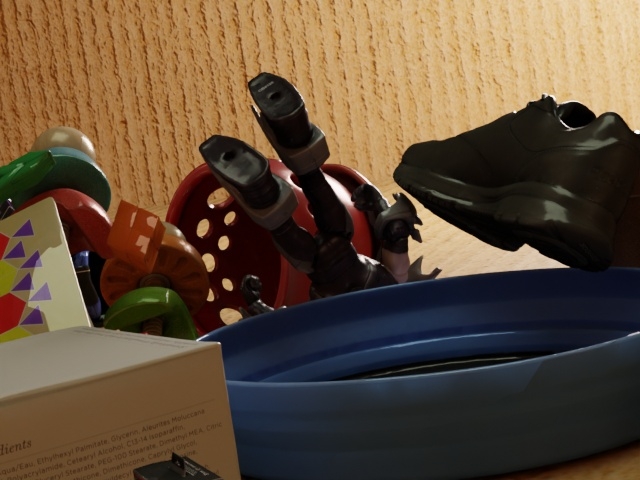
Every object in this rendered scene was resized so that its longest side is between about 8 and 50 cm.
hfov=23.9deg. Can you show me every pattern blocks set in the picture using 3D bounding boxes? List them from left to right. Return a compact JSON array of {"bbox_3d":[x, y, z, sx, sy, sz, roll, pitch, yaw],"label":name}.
[{"bbox_3d":[-0.249,0.058,1.178,0.285,0.026,0.325,-21,46,7],"label":"pattern blocks set"}]

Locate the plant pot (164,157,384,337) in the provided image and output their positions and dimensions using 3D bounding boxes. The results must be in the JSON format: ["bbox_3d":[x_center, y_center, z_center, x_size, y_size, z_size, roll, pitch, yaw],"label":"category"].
[{"bbox_3d":[-0.034,0.014,1.490,0.174,0.191,0.191,-2,0,-44],"label":"plant pot"}]

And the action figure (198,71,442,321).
[{"bbox_3d":[0.000,0.000,1.300,0.185,0.285,0.099,-43,42,-18],"label":"action figure"}]

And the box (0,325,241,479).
[{"bbox_3d":[-0.170,0.129,0.905,0.182,0.119,0.181,-13,8,-35],"label":"box"}]

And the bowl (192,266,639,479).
[{"bbox_3d":[0.092,0.092,1.099,0.391,0.077,0.391,-8,6,1],"label":"bowl"}]

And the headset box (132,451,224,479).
[{"bbox_3d":[-0.067,0.148,0.761,0.032,0.083,0.062,-11,6,-22],"label":"headset box"}]

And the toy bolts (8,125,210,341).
[{"bbox_3d":[-0.228,0.013,1.380,0.218,0.228,0.158,-17,40,8],"label":"toy bolts"}]

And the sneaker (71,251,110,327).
[{"bbox_3d":[-0.328,0.041,1.842,0.315,0.127,0.182,-7,4,-2],"label":"sneaker"}]

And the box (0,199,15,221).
[{"bbox_3d":[-0.455,0.033,1.725,0.270,0.143,0.165,-1,50,41],"label":"box"}]

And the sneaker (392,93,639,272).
[{"bbox_3d":[0.169,-0.059,1.262,0.109,0.130,0.286,31,-6,-31],"label":"sneaker"}]

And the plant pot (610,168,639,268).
[{"bbox_3d":[0.290,-0.008,1.331,0.167,0.165,0.167,-7,6,1],"label":"plant pot"}]
